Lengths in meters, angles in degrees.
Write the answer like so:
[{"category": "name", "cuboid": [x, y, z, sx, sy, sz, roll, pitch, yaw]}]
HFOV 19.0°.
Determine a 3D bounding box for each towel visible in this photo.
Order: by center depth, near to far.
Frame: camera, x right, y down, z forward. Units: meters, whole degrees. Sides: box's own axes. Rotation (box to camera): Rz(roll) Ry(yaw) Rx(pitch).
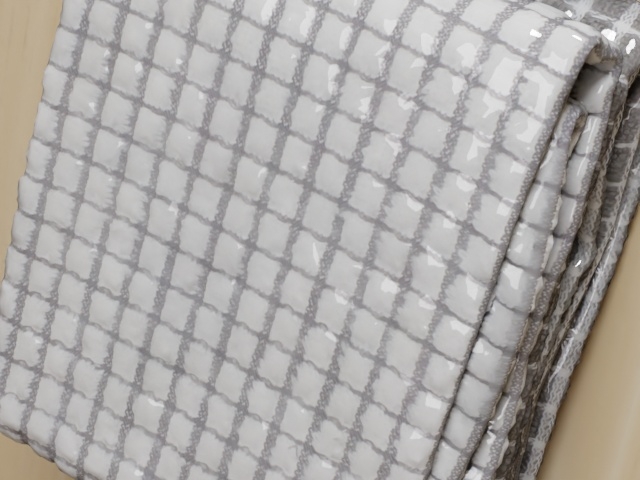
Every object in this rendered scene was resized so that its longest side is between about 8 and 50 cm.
[{"category": "towel", "cuboid": [0.000, 0.000, 0.798, 0.235, 0.121, 0.283, 27, 115, 25]}]
